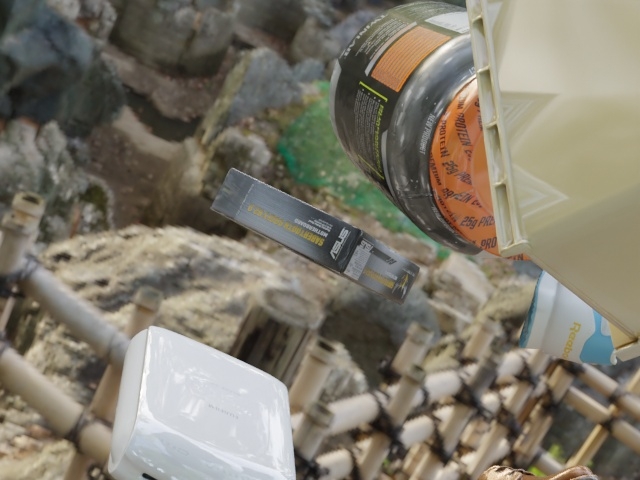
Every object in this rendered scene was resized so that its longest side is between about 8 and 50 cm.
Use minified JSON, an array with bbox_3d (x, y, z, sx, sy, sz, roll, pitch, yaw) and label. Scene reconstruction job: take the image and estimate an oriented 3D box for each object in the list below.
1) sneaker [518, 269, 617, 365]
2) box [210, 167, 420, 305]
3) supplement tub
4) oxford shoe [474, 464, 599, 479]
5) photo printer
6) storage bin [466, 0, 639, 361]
[{"bbox_3d":[0.259,0.044,1.037,0.092,0.087,0.229,18,37,12],"label":"sneaker"},{"bbox_3d":[0.000,0.000,1.272,0.183,0.056,0.231,25,-2,24],"label":"box"},{"bbox_3d":[0.138,-0.109,1.006,0.207,0.207,0.338,20,13,-18],"label":"supplement tub"},{"bbox_3d":[0.227,0.294,1.252,0.076,0.212,0.076,23,49,-42],"label":"oxford shoe"},{"bbox_3d":[-0.159,0.264,1.461,0.256,0.107,0.307,26,20,-15],"label":"photo printer"},{"bbox_3d":[0.213,-0.118,0.518,0.123,0.262,0.260,31,45,-38],"label":"storage bin"}]
